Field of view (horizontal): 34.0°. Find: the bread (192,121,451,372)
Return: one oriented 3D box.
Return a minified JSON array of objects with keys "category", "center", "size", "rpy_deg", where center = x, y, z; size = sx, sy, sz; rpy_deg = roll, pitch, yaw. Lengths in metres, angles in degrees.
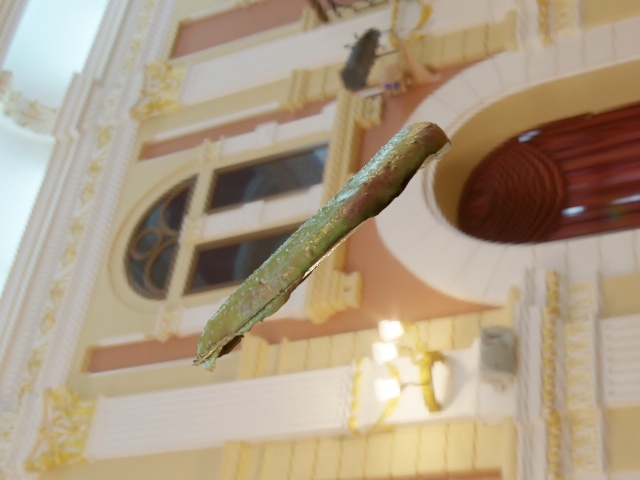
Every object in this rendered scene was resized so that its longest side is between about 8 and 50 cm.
[{"category":"bread","center":[-0.004,0.004,0.904],"size":[0.045,0.301,0.301],"rpy_deg":[46,-151,2]}]
